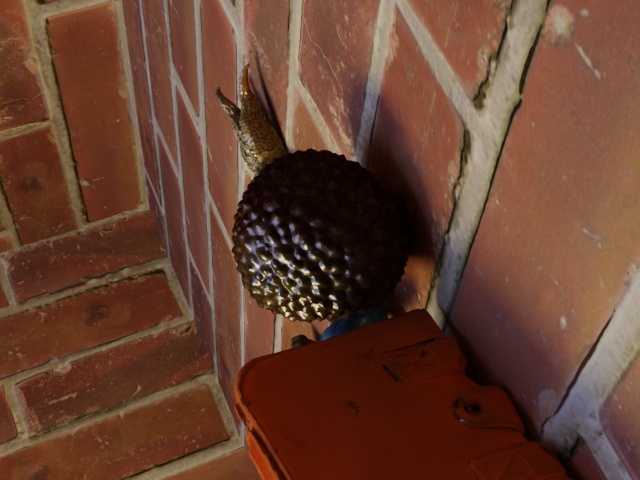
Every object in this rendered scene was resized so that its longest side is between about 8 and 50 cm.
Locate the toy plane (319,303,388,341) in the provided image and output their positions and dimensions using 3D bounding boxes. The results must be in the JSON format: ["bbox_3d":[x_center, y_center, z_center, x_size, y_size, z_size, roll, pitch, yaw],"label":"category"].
[{"bbox_3d":[0.053,0.125,1.623,0.271,0.105,0.254,-56,-58,-85],"label":"toy plane"}]

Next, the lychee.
[{"bbox_3d":[0.000,0.000,1.480,0.271,0.236,0.235,31,138,48],"label":"lychee"}]

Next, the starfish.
[{"bbox_3d":[-0.114,-0.155,2.000,0.301,0.084,0.293,111,143,-62],"label":"starfish"}]

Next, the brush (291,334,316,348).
[{"bbox_3d":[0.018,0.261,2.057,0.301,0.071,0.084,34,137,59],"label":"brush"}]

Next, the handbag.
[{"bbox_3d":[0.094,0.254,1.284,0.410,0.304,0.116,-129,27,-51],"label":"handbag"}]
